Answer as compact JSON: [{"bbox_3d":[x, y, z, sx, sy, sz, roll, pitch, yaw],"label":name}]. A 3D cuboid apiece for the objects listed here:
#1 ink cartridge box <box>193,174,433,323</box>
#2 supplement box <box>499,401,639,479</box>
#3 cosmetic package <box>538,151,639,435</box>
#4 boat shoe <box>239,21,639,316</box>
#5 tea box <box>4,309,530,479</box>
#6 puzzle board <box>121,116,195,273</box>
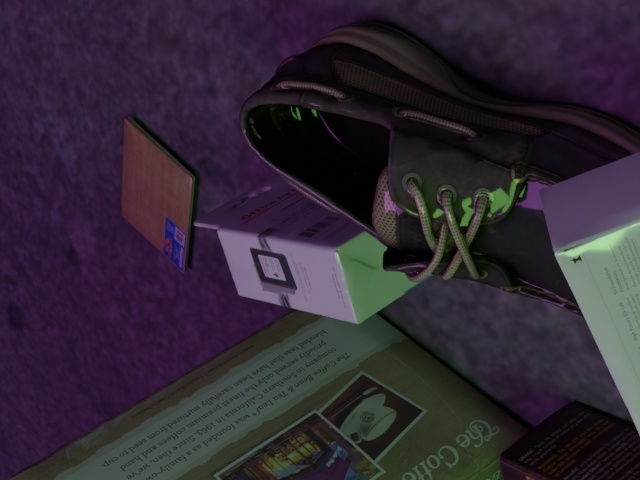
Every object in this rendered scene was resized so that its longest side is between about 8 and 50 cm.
[{"bbox_3d":[0.000,0.000,1.064,0.180,0.104,0.060,10,125,52],"label":"ink cartridge box"},{"bbox_3d":[0.216,0.192,0.938,0.188,0.081,0.104,19,131,46],"label":"supplement box"},{"bbox_3d":[0.203,0.057,0.764,0.060,0.099,0.239,-96,-19,-53],"label":"cosmetic package"},{"bbox_3d":[0.086,-0.022,0.899,0.355,0.130,0.132,29,137,39],"label":"boat shoe"},{"bbox_3d":[-0.039,0.269,1.123,0.220,0.329,0.324,38,141,32],"label":"tea box"},{"bbox_3d":[-0.149,-0.041,1.327,0.096,0.011,0.128,41,144,26],"label":"puzzle board"}]
